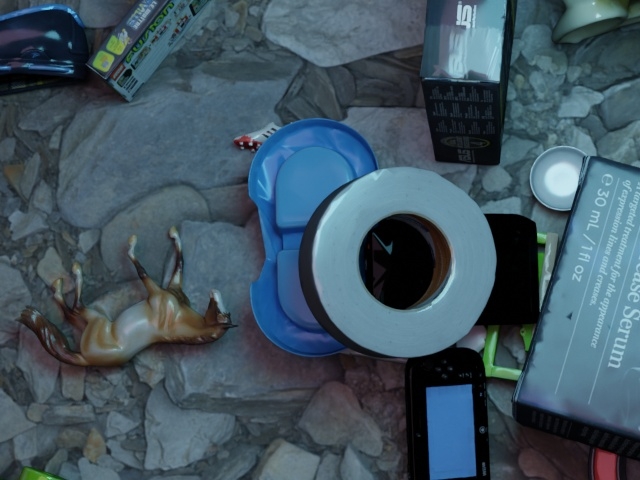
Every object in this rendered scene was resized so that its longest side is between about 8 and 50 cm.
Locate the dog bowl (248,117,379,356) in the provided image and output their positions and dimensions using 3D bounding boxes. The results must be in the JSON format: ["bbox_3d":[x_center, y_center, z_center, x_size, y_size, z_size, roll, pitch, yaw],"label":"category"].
[{"bbox_3d":[0.000,0.000,1.826,0.166,0.074,0.297,-4,79,11],"label":"dog bowl"}]

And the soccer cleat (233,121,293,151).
[{"bbox_3d":[-0.072,-0.137,1.915,0.083,0.029,0.035,-3,71,5],"label":"soccer cleat"}]

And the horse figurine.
[{"bbox_3d":[-0.250,0.092,1.882,0.263,0.066,0.174,-23,71,2],"label":"horse figurine"}]

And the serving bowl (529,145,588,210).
[{"bbox_3d":[0.305,-0.076,1.843,0.083,0.027,0.083,-2,80,9],"label":"serving bowl"}]

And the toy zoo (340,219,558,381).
[{"bbox_3d":[0.139,0.065,1.842,0.293,0.030,0.192,9,81,11],"label":"toy zoo"}]

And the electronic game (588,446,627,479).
[{"bbox_3d":[0.435,0.274,1.749,0.229,0.048,0.229,-1,80,8],"label":"electronic game"}]

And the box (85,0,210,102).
[{"bbox_3d":[-0.214,-0.285,1.919,0.036,0.114,0.207,37,87,13],"label":"box"}]

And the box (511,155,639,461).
[{"bbox_3d":[0.444,0.114,1.651,0.396,0.212,0.293,16,80,11],"label":"box"}]

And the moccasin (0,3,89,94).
[{"bbox_3d":[-0.474,-0.215,1.937,0.342,0.138,0.116,-17,82,6],"label":"moccasin"}]

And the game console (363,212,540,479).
[{"bbox_3d":[0.163,0.147,1.755,0.213,0.044,0.361,-1,87,-14],"label":"game console"}]

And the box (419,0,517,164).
[{"bbox_3d":[0.183,-0.283,1.714,0.097,0.395,0.318,3,81,8],"label":"box"}]

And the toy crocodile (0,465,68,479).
[{"bbox_3d":[-0.418,0.331,1.854,0.341,0.105,0.115,15,82,7],"label":"toy crocodile"}]

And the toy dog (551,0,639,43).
[{"bbox_3d":[0.353,-0.472,1.734,0.285,0.395,0.407,-15,86,15],"label":"toy dog"}]

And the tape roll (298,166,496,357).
[{"bbox_3d":[0.088,0.027,1.687,0.219,0.072,0.219,1,86,-13],"label":"tape roll"}]
